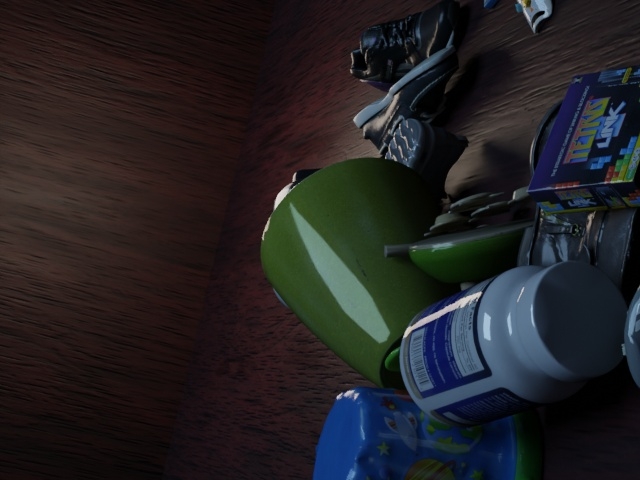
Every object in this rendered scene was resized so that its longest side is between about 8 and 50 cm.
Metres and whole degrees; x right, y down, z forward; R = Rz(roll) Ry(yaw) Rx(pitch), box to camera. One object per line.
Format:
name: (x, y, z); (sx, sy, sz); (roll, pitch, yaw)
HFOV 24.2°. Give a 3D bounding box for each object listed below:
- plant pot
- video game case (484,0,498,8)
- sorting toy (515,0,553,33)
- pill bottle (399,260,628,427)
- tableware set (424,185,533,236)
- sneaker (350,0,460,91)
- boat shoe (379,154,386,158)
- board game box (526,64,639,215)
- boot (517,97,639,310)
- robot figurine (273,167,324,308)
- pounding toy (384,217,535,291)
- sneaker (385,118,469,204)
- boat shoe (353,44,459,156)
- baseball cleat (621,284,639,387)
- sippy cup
plant pot: (0.089, 0.076, 2.097); (0.274, 0.275, 0.293); (-66, 32, 28)
video game case: (0.287, -0.455, 2.301); (0.119, 0.015, 0.166); (131, 151, -56)
sorting toy: (0.303, -0.335, 2.104); (0.083, 0.045, 0.075); (127, 135, -53)
pill bottle: (0.212, 0.114, 1.646); (0.265, 0.153, 0.153); (-30, 47, 59)
tableware set: (0.215, -0.041, 1.933); (0.169, 0.141, 0.020); (143, 113, -66)
sneaker: (0.134, -0.323, 2.505); (0.283, 0.124, 0.107); (136, 145, -62)
boat shoe: (0.127, -0.076, 2.420); (0.190, 0.068, 0.072); (-108, 24, -63)
board game box: (0.318, -0.113, 1.631); (0.141, 0.048, 0.170); (-5, 51, 44)
boot: (0.324, -0.045, 1.690); (0.229, 0.091, 0.262); (175, 106, -68)
robot figurine: (0.003, 0.001, 2.582); (0.174, 0.209, 0.278); (-33, 38, 35)
pounding toy: (0.202, 0.042, 1.909); (0.237, 0.183, 0.110); (176, 82, -74)
sneaker: (0.138, -0.056, 2.269); (0.105, 0.115, 0.281); (-106, 31, -41)
boat shoe: (0.156, -0.221, 2.408); (0.114, 0.091, 0.302); (-33, -2, -23)
baseball cleat: (0.358, 0.051, 1.473); (0.109, 0.072, 0.205); (174, 106, -67)
sippy cup: (0.117, 0.280, 1.809); (0.305, 0.224, 0.240); (-124, 50, -69)
